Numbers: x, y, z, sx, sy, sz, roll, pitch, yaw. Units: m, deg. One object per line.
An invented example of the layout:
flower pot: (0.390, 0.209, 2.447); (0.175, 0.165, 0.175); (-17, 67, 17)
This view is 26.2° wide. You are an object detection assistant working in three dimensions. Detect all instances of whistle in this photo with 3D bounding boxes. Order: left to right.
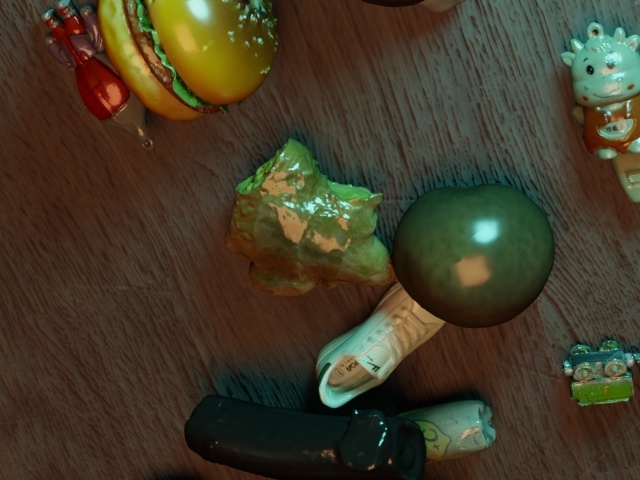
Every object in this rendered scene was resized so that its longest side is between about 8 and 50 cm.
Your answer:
whistle: (0.381, -0.162, 1.765); (0.102, 0.106, 0.253); (9, 128, 49)

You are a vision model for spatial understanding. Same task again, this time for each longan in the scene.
longan: (0.202, 0.019, 1.827); (0.213, 0.198, 0.198); (12, 117, -3)

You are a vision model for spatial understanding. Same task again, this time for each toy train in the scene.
toy train: (0.446, 0.182, 1.950); (0.202, 0.060, 0.081); (-8, 122, 11)

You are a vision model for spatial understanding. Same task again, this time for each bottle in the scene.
bottle: (0.123, 0.296, 2.034); (0.270, 0.083, 0.083); (-16, 114, 22)

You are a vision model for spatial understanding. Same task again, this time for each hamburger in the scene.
hamburger: (-0.148, -0.272, 1.695); (0.170, 0.246, 0.246); (-18, 113, 29)

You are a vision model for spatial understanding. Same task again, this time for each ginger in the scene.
ginger: (0.000, 0.000, 1.874); (0.270, 0.123, 0.219); (39, 112, -7)

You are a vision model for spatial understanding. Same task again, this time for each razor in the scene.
razor: (-0.021, 0.291, 1.964); (0.327, 0.189, 0.107); (2, 74, 24)

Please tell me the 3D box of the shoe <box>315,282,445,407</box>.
shoe: (0.095, 0.146, 1.947); (0.095, 0.110, 0.265); (43, 116, -13)

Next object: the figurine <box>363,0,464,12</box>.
figurine: (0.065, -0.452, 1.642); (0.218, 0.206, 0.364); (-13, 90, -11)

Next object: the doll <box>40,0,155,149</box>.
doll: (-0.289, -0.216, 1.831); (0.102, 0.075, 0.227); (-31, 99, 35)
